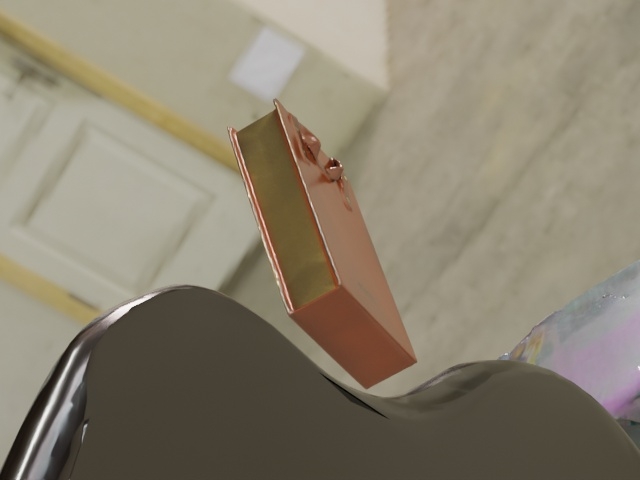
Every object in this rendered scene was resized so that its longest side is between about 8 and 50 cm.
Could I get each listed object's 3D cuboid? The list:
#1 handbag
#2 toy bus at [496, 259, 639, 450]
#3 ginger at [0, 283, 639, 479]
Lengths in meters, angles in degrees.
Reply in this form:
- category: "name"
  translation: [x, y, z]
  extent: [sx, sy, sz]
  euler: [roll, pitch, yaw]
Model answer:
- category: "handbag"
  translation: [0.000, 0.000, 1.356]
  extent: [0.062, 0.127, 0.190]
  euler: [-30, 50, 12]
- category: "toy bus"
  translation: [0.242, 0.122, 0.948]
  extent: [0.138, 0.317, 0.112]
  euler: [-50, 28, 30]
- category: "ginger"
  translation: [-0.016, 0.224, 0.438]
  extent: [0.211, 0.358, 0.413]
  euler: [-41, 43, 31]
